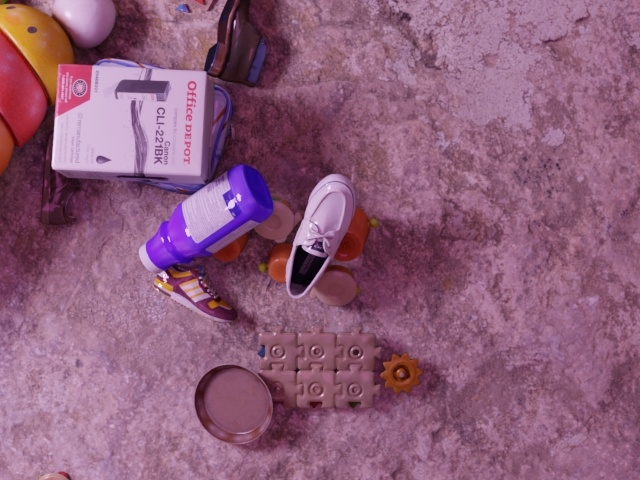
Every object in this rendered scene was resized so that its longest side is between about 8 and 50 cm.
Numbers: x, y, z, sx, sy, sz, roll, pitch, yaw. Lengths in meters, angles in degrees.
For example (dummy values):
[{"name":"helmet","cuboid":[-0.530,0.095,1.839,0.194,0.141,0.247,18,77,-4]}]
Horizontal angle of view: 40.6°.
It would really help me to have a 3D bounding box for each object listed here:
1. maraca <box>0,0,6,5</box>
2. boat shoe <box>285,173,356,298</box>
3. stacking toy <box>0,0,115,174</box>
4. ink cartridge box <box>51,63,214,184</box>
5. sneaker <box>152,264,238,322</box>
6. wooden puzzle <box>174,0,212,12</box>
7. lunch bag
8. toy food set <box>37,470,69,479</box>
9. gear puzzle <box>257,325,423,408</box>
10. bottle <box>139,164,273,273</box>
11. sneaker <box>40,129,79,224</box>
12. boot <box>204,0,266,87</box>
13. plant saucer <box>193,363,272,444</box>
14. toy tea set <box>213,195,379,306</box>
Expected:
[{"name":"maraca","cuboid":[-0.676,-0.502,1.703,0.127,0.099,0.185,11,64,-5]},{"name":"boat shoe","cuboid":[0.000,0.000,1.621,0.095,0.084,0.258,16,120,-3]},{"name":"stacking toy","cuboid":[-0.597,-0.336,1.644,0.480,0.350,0.350,-43,92,-19]},{"name":"ink cartridge box","cuboid":[-0.340,-0.213,1.598,0.273,0.114,0.196,3,86,-3]},{"name":"sneaker","cuboid":[-0.242,0.099,1.740,0.186,0.069,0.083,26,95,-3]},{"name":"wooden puzzle","cuboid":[-0.246,-0.513,1.757,0.079,0.014,0.116,22,90,-2]},{"name":"lunch bag","cuboid":[-0.321,-0.229,1.712,0.304,0.115,0.243,15,88,-2]},{"name":"toy food set","cuboid":[-0.542,0.511,1.759,0.083,0.020,0.082,3,91,-2]},{"name":"gear puzzle","cuboid":[0.040,0.257,1.767,0.339,0.044,0.175,1,98,-1]},{"name":"bottle","cuboid":[-0.224,-0.031,1.652,0.283,0.092,0.118,-33,61,21]},{"name":"sneaker","cuboid":[-0.521,-0.125,1.738,0.071,0.066,0.188,4,96,-19]},{"name":"boot","cuboid":[-0.153,-0.417,1.746,0.106,0.082,0.219,21,85,-25]},{"name":"plant saucer","cuboid":[-0.173,0.327,1.748,0.169,0.029,0.168,2,99,15]},{"name":"toy tea set","cuboid":[-0.054,-0.009,1.744,0.336,0.124,0.200,20,120,-6]}]
